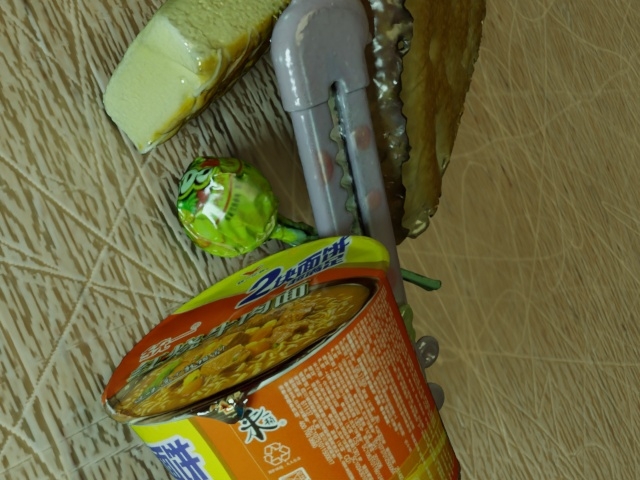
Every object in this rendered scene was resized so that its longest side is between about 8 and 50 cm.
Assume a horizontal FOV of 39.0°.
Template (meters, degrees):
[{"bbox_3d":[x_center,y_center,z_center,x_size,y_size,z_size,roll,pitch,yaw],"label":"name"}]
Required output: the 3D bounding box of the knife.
[{"bbox_3d":[0.031,-0.001,0.708,0.132,0.038,0.398,-27,114,-36],"label":"knife"}]

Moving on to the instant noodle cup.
[{"bbox_3d":[-0.013,0.122,0.613,0.213,0.213,0.174,-44,113,-43],"label":"instant noodle cup"}]

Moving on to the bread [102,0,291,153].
[{"bbox_3d":[-0.079,-0.159,0.702,0.068,0.125,0.188,43,48,-6],"label":"bread"}]

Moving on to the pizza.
[{"bbox_3d":[0.082,-0.264,0.807,0.391,0.080,0.434,74,26,-46],"label":"pizza"}]

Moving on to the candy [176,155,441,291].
[{"bbox_3d":[-0.002,0.002,0.746,0.262,0.073,0.077,21,83,-32],"label":"candy"}]
